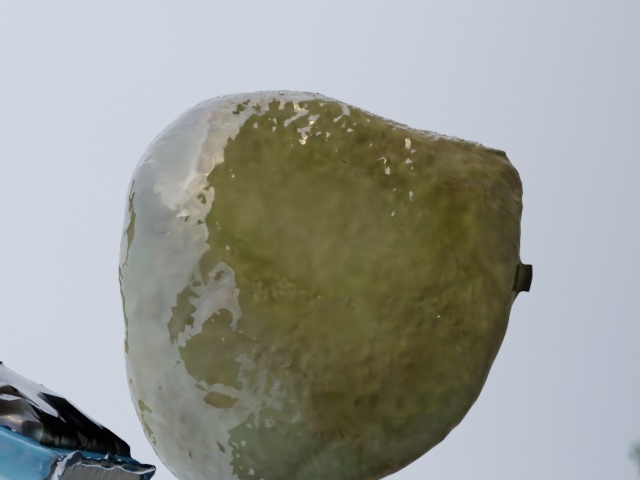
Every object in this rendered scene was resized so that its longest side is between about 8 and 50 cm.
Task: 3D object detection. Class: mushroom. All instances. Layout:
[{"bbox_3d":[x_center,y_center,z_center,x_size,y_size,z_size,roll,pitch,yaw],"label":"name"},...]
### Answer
[{"bbox_3d":[0.005,0.003,1.192,0.212,0.217,0.292,56,-141,-34],"label":"mushroom"}]

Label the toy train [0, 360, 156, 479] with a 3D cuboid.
[{"bbox_3d":[-0.207,0.178,0.868,0.300,0.188,0.265,56,-121,-81],"label":"toy train"}]
